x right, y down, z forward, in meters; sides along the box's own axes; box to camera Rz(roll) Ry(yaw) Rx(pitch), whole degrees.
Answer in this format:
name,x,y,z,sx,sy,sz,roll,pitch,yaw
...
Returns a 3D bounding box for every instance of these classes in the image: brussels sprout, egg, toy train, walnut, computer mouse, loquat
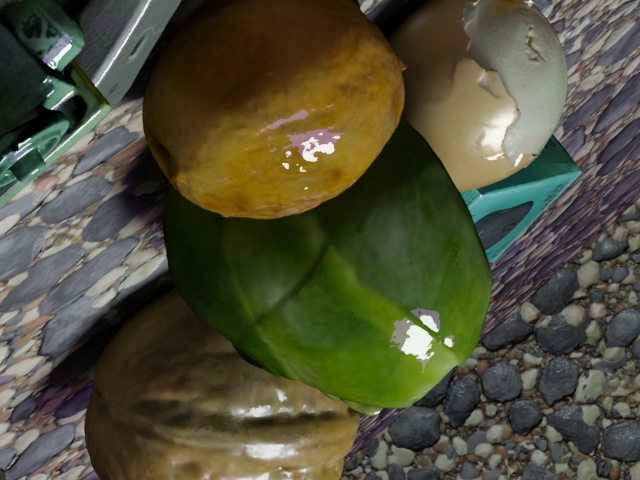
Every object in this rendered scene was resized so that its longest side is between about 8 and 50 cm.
name,x,y,z,sx,sy,sz,roll,pitch,yaw
brussels sprout,0.000,0.000,1.882,0.276,0.315,0.371,-52,-155,-10
egg,0.145,-0.152,1.965,0.244,0.201,0.201,-31,173,40
toy train,-0.304,-0.037,1.381,0.369,0.150,0.237,-40,173,5
walnut,-0.107,0.198,2.195,0.333,0.333,0.333,-35,165,-11
computer mouse,-0.158,-0.172,1.469,0.181,0.056,0.089,-55,176,23
loquat,-0.042,-0.117,1.638,0.238,0.193,0.238,-36,158,-17

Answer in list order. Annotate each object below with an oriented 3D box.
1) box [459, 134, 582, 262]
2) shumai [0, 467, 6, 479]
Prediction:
name,x,y,z,sx,sy,sz,roll,pitch,yaw
box,0.191,-0.054,2.506,0.205,0.118,0.311,-45,163,29
shumai,-0.408,0.255,2.064,0.099,0.124,0.087,-60,155,-30
